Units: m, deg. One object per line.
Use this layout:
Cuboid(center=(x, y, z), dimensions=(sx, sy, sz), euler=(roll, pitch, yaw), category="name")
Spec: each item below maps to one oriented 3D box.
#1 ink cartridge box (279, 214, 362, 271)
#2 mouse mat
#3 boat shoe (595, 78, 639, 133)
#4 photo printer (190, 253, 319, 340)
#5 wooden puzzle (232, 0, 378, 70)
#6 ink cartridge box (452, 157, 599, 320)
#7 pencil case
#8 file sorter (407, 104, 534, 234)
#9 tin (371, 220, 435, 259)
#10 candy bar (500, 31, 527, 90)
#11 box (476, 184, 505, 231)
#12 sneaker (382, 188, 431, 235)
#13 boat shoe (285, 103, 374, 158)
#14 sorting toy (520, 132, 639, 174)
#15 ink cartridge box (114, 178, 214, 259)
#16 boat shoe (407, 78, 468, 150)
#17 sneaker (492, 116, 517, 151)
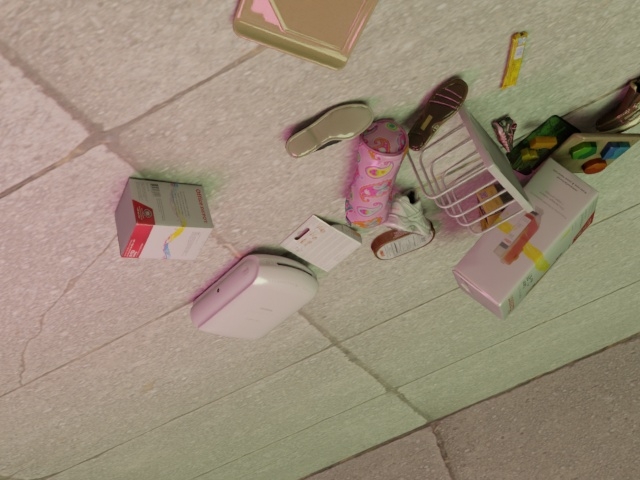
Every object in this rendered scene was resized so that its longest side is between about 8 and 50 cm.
Cuboid(center=(0.000, 0.000, 1.893), dimensions=(0.179, 0.045, 0.145), euler=(32, 124, -29), category="ink cartridge box")
Cuboid(center=(0.581, -0.248, 1.850), dimensions=(0.152, 0.007, 0.189), euler=(15, 135, -42), category="mouse mat")
Cuboid(center=(0.796, -0.360, 1.744), dimensions=(0.257, 0.095, 0.095), euler=(-33, 110, 32), category="boat shoe")
Cuboid(center=(-0.172, 0.155, 1.950), dimensions=(0.307, 0.107, 0.256), euler=(-39, 143, 27), category="photo printer")
Cuboid(center=(-0.015, -0.427, 1.200), dimensions=(0.220, 0.044, 0.239), euler=(15, 133, -16), category="wooden puzzle")
Cuboid(center=(0.548, 0.011, 1.872), dimensions=(0.385, 0.160, 0.279), euler=(-48, 158, 0), category="ink cartridge box")
Cuboid(center=(0.126, -0.150, 1.654), dimensions=(0.124, 0.124, 0.284), euler=(-10, 147, -15), category="pencil case")
Cuboid(center=(0.361, -0.157, 1.698), dimensions=(0.173, 0.193, 0.277), euler=(-32, 146, 22), category="file sorter")
Cuboid(center=(0.238, 0.000, 2.006), dimensions=(0.189, 0.040, 0.106), euler=(-21, 143, 3), category="tin")
Cuboid(center=(0.427, -0.392, 1.543), dimensions=(0.040, 0.018, 0.161), euler=(-19, 147, -8), category="candy bar")
Cuboid(center=(0.496, -0.058, 2.011), dimensions=(0.058, 0.087, 0.232), euler=(-22, 149, 6), category="box")
Cuboid(center=(0.245, -0.076, 1.851), dimensions=(0.090, 0.115, 0.232), euler=(15, -177, 25), category="sneaker")
Cuboid(center=(0.017, -0.242, 1.531), dimensions=(0.206, 0.075, 0.065), euler=(-26, -170, 0), category="boat shoe")
Cuboid(center=(0.656, -0.218, 1.823), dimensions=(0.307, 0.041, 0.229), euler=(-2, 162, -16), category="sorting toy")
Cuboid(center=(-0.346, -0.043, 1.546), dimensions=(0.176, 0.128, 0.127), euler=(4, 141, -31), category="ink cartridge box")
Cuboid(center=(0.264, -0.287, 1.583), dimensions=(0.190, 0.068, 0.072), euler=(-48, 173, 24), category="boat shoe")
Cuboid(center=(0.467, -0.265, 1.735), dimensions=(0.057, 0.047, 0.119), euler=(-37, 146, 6), category="sneaker")
